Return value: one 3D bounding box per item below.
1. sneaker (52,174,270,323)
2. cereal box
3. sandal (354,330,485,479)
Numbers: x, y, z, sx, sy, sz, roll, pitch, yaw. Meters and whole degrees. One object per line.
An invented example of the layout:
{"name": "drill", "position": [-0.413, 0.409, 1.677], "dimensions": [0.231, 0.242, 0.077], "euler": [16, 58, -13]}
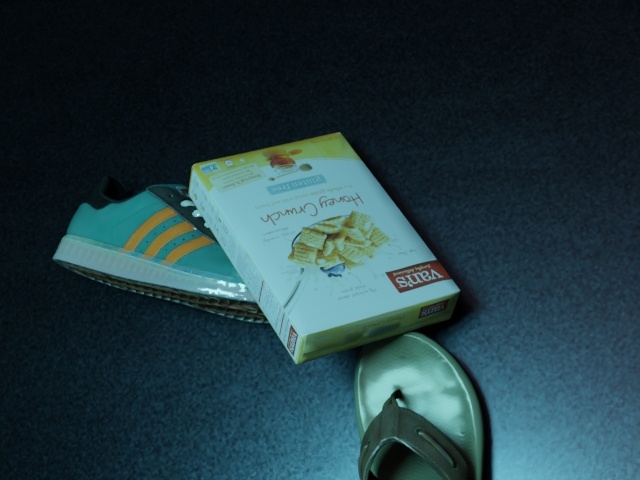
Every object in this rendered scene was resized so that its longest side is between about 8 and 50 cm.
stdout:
{"name": "sneaker", "position": [-0.134, 0.001, 1.332], "dimensions": [0.302, 0.108, 0.121], "euler": [13, 77, 27]}
{"name": "cereal box", "position": [0.000, 0.000, 1.254], "dimensions": [0.173, 0.047, 0.240], "euler": [-15, 50, -27]}
{"name": "sandal", "position": [0.087, 0.214, 1.158], "dimensions": [0.120, 0.086, 0.302], "euler": [-13, 60, 16]}
